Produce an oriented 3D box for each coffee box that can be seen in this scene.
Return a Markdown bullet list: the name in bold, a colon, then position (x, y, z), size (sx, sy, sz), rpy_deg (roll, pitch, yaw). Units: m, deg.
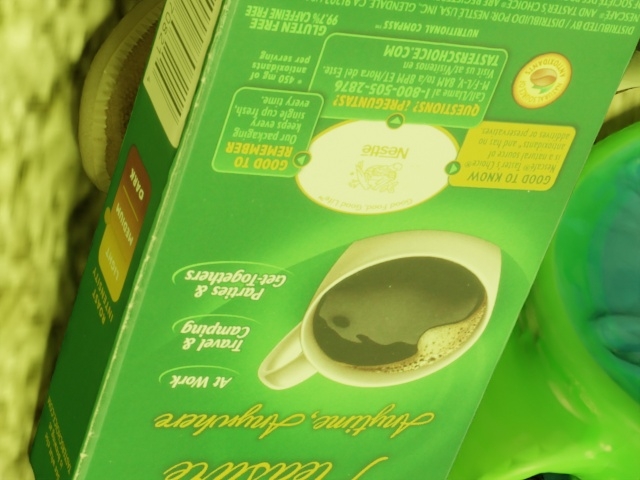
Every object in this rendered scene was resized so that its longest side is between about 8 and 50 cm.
- **coffee box**: position (0.000, 0.000, 0.503), size (0.113, 0.040, 0.184), rpy_deg (1, 125, -26)

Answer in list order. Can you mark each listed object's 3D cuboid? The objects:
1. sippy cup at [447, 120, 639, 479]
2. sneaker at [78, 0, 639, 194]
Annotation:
- **sippy cup**: position (0.171, 0.103, 0.665), size (0.240, 0.305, 0.224), rpy_deg (-61, 159, -52)
- **sneaker**: position (0.023, -0.050, 0.543), size (0.188, 0.071, 0.066), rpy_deg (-22, 122, -39)
